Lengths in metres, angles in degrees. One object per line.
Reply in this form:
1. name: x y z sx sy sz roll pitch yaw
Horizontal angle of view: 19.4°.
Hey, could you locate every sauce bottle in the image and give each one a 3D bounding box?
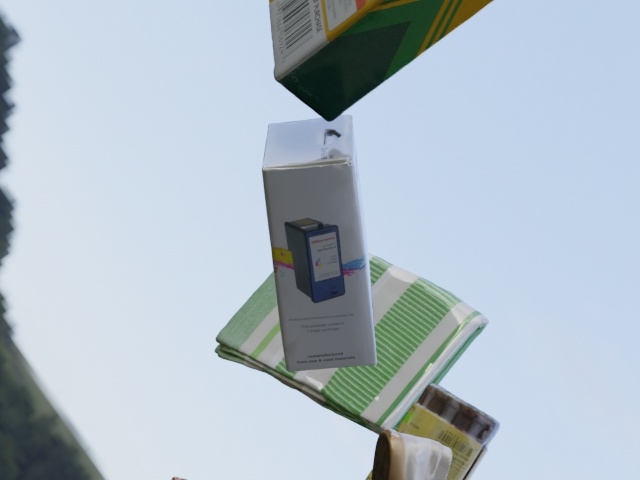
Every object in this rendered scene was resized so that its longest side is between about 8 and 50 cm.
1. sauce bottle: 0.086 0.339 2.277 0.111 0.344 0.111 33 -4 2

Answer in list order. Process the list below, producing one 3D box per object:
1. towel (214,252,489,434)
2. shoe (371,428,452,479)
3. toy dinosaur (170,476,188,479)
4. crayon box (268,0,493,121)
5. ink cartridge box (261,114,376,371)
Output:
1. towel: 0.040 0.126 2.586 0.325 0.248 0.038 24 -29 35
2. shoe: 0.062 0.264 1.555 0.076 0.058 0.219 -137 -124 -66
3. toy dinosaur: -0.142 0.289 1.771 0.322 0.218 0.164 56 4 -34
4. crayon box: 0.094 -0.282 1.775 0.083 0.323 0.203 37 30 -33
5. ink cartridge box: 0.000 0.000 1.828 0.154 0.093 0.212 -90 175 -69
